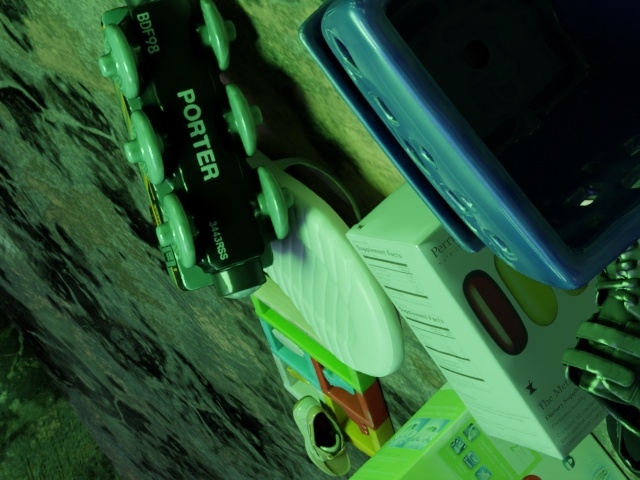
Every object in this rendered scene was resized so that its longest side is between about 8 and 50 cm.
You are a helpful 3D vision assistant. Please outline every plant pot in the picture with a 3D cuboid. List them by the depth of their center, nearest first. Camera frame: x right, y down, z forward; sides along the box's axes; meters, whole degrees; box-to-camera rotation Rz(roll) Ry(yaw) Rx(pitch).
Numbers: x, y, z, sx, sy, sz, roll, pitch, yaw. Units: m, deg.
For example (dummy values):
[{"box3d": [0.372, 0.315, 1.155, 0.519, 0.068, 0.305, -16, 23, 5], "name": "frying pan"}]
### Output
[{"box3d": [0.135, -0.127, 1.250, 0.236, 0.236, 0.212, 51, 167, -13], "name": "plant pot"}]

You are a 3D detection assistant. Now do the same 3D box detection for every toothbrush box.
[{"box3d": [0.150, 0.282, 1.942, 0.206, 0.283, 0.122, 51, 160, -10], "name": "toothbrush box"}]

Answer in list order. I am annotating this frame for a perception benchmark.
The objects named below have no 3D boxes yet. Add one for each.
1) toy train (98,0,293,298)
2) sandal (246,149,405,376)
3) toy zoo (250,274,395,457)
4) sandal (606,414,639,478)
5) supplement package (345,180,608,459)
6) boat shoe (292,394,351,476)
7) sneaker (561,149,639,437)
[{"box3d": [-0.135, -0.100, 1.920, 0.190, 0.142, 0.334, 165, 86, -76], "name": "toy train"}, {"box3d": [-0.002, -0.012, 1.991, 0.416, 0.102, 0.169, 45, 151, 49], "name": "sandal"}, {"box3d": [0.009, 0.177, 2.435, 0.192, 0.030, 0.293, 35, 158, 32], "name": "toy zoo"}, {"box3d": [0.304, 0.166, 1.731, 0.097, 0.054, 0.254, 43, 161, 13], "name": "sandal"}, {"box3d": [0.160, 0.050, 1.678, 0.244, 0.139, 0.134, 54, 162, -20], "name": "supplement package"}, {"box3d": [0.007, 0.262, 2.482, 0.045, 0.050, 0.135, 31, 157, 53], "name": "boat shoe"}, {"box3d": [0.236, 0.033, 1.468, 0.296, 0.147, 0.104, 57, 161, -23], "name": "sneaker"}]
